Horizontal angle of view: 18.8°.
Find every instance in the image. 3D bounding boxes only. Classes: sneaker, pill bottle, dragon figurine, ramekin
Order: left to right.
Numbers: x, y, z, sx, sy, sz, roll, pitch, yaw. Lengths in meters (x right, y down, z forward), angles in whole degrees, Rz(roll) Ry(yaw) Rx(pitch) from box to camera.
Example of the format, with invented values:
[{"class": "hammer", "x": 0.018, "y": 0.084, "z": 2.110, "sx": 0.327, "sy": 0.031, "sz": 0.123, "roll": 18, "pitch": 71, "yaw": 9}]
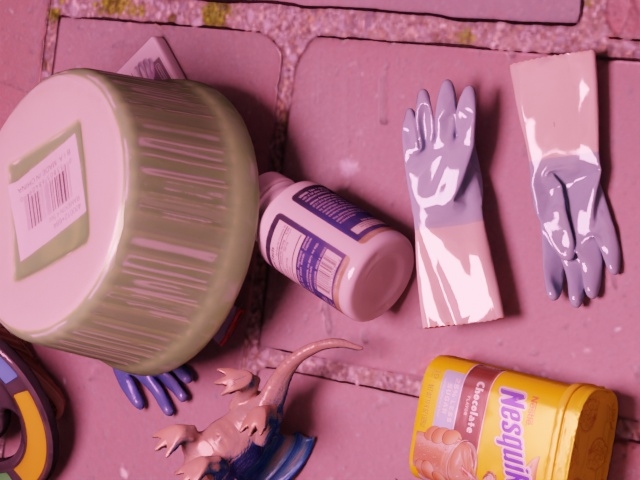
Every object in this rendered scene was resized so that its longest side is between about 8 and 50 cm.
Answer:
[{"class": "sneaker", "x": -0.341, "y": 0.121, "z": 2.110, "sx": 0.188, "sy": 0.071, "sz": 0.066, "roll": 36, "pitch": 133, "yaw": 11}, {"class": "ramekin", "x": -0.212, "y": -0.025, "z": 1.905, "sx": 0.303, "sy": 0.148, "sz": 0.303, "roll": -15, "pitch": 69, "yaw": 46}, {"class": "dragon figurine", "x": -0.067, "y": 0.193, "z": 1.894, "sx": 0.289, "sy": 0.144, "sz": 0.085, "roll": -45, "pitch": 60, "yaw": 3}, {"class": "pill bottle", "x": 0.000, "y": 0.000, "z": 1.853, "sx": 0.169, "sy": 0.094, "sz": 0.094, "roll": 33, "pitch": 106, "yaw": 34}]

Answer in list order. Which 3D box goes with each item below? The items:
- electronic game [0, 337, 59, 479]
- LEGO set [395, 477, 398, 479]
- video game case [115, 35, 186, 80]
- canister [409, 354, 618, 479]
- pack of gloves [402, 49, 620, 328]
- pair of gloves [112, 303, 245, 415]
[{"class": "electronic game", "x": -0.376, "y": 0.179, "z": 2.089, "sx": 0.229, "sy": 0.048, "sz": 0.229, "roll": 18, "pitch": 128, "yaw": 26}, {"class": "LEGO set", "x": 0.076, "y": 0.256, "z": 1.831, "sx": 0.083, "sy": 0.023, "sz": 0.054, "roll": 36, "pitch": 110, "yaw": 18}, {"class": "video game case", "x": -0.186, "y": -0.090, "z": 2.038, "sx": 0.173, "sy": 0.022, "sz": 0.190, "roll": -42, "pitch": 65, "yaw": 27}, {"class": "canister", "x": 0.170, "y": 0.176, "z": 1.733, "sx": 0.170, "sy": 0.073, "sz": 0.126, "roll": 12, "pitch": 93, "yaw": 37}, {"class": "pack of gloves", "x": 0.177, "y": -0.044, "z": 1.773, "sx": 0.195, "sy": 0.046, "sz": 0.232, "roll": -8, "pitch": 85, "yaw": 24}, {"class": "pair of gloves", "x": -0.165, "y": 0.076, "z": 1.999, "sx": 0.159, "sy": 0.023, "sz": 0.198, "roll": 43, "pitch": 114, "yaw": 20}]
